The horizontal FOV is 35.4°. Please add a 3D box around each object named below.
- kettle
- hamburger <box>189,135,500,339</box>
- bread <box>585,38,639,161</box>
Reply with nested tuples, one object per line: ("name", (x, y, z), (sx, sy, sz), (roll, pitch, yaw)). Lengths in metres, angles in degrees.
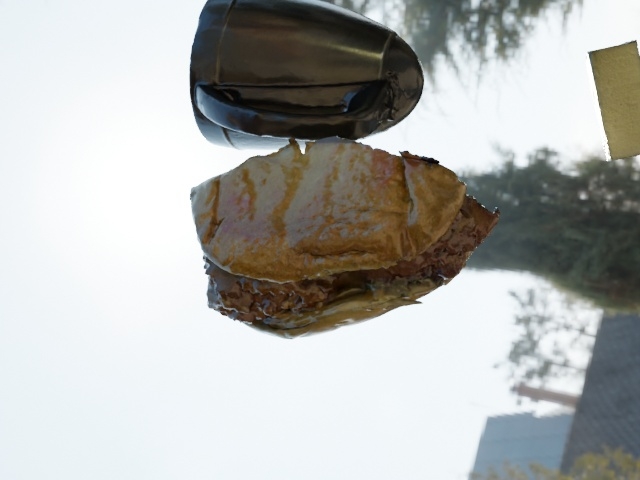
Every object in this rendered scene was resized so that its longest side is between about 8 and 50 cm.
("kettle", (-0.008, -0.209, 1.239), (0.250, 0.271, 0.208), (15, -98, -75))
("hamburger", (0.000, 0.000, 0.993), (0.245, 0.282, 0.155), (-48, -37, -9))
("bread", (0.393, -0.181, 1.305), (0.028, 0.068, 0.154), (54, -156, -88))
